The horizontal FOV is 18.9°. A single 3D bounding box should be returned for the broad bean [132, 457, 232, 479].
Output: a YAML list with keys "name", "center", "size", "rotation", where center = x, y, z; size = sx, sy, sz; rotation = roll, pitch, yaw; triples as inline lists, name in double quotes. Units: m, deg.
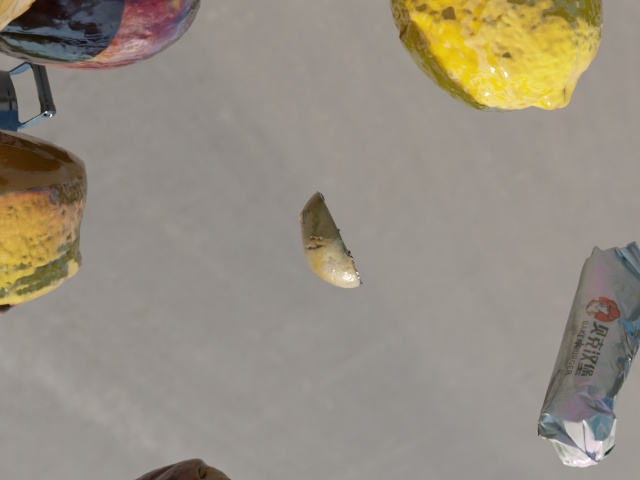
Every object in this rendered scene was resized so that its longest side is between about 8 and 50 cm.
- name: "broad bean"
  center: [-0.158, 0.308, 2.015]
  size: [0.122, 0.156, 0.228]
  rotation: [40, 143, -26]

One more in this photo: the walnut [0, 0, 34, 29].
- name: "walnut"
  center: [-0.261, -0.209, 1.405]
  size: [0.211, 0.087, 0.167]
  rotation: [-38, 133, -36]

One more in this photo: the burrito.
- name: "burrito"
  center: [0.206, 0.085, 1.421]
  size: [0.064, 0.064, 0.203]
  rotation: [-51, -168, 46]

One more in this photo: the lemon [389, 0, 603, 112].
- name: "lemon"
  center: [0.119, -0.171, 1.364]
  size: [0.142, 0.187, 0.142]
  rotation: [-39, 180, 0]

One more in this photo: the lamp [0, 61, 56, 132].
- name: "lamp"
  center: [-0.447, -0.145, 2.235]
  size: [0.227, 0.147, 0.172]
  rotation: [-3, 158, -32]

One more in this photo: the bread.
- name: "bread"
  center: [-0.323, -0.024, 1.575]
  size: [0.269, 0.142, 0.195]
  rotation: [-2, -165, 14]

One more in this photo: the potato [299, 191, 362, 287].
- name: "potato"
  center: [0.000, 0.000, 1.639]
  size: [0.036, 0.093, 0.037]
  rotation: [-24, 158, -3]

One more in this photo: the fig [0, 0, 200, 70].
- name: "fig"
  center: [-0.216, -0.254, 1.691]
  size: [0.263, 0.224, 0.224]
  rotation: [-17, 159, -50]
